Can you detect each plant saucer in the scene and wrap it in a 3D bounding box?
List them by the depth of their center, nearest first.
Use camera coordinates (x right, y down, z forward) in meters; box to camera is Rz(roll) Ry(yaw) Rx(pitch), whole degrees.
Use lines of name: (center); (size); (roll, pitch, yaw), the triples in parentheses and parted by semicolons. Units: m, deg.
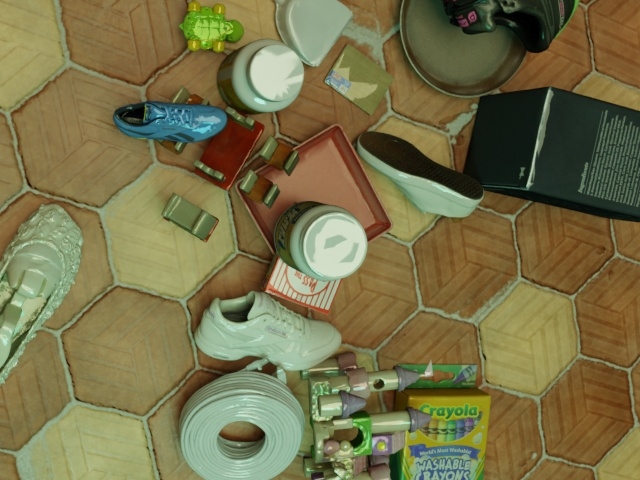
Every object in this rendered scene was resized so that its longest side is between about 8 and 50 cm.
plant saucer: (-0.014, -0.073, 1.824); (0.259, 0.048, 0.258); (-32, 104, -10)
plant saucer: (0.308, -0.463, 1.877); (0.311, 0.050, 0.310); (-2, 96, -17)

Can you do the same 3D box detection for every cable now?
cable: (-0.158, 0.388, 1.773); (0.257, 0.089, 0.257); (-22, 117, 3)

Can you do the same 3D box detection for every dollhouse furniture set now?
dollhouse furniture set: (-0.205, -0.133, 1.708); (0.262, 0.135, 0.259); (30, 86, 5)

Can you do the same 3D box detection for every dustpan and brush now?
dustpan and brush: (-0.056, -0.471, 1.769); (0.211, 0.060, 0.147); (37, 83, -24)

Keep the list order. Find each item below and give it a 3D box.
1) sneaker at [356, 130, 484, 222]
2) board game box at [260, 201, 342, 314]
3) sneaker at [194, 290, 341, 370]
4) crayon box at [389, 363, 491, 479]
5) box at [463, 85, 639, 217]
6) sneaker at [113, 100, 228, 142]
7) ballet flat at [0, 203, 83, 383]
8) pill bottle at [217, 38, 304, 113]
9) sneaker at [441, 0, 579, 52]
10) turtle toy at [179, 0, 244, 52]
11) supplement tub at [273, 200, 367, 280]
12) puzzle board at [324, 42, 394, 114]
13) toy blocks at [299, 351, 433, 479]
sneaker: (0.193, -0.122, 1.856); (0.290, 0.123, 0.106); (30, 49, 1)
board game box: (-0.019, 0.037, 1.787); (0.147, 0.045, 0.193); (21, 90, -17)
sneaker: (-0.095, 0.180, 1.769); (0.305, 0.114, 0.152); (5, 131, -18)
crayon box: (0.265, 0.443, 1.949); (0.203, 0.083, 0.322); (2, 95, -17)
box: (0.554, -0.174, 1.856); (0.396, 0.293, 0.211); (11, 93, -18)
sneaker: (-0.279, -0.223, 1.613); (0.209, 0.082, 0.069); (0, 82, 1)
ballet flat: (-0.566, 0.127, 1.636); (0.147, 0.147, 0.408); (28, 87, -18)
pill bottle: (-0.111, -0.311, 1.663); (0.136, 0.246, 0.136); (-2, 97, -17)
sneaker: (0.309, -0.529, 1.751); (0.483, 0.185, 0.202); (22, 86, -16)
turtle toy: (-0.213, -0.416, 1.714); (0.130, 0.066, 0.095); (1, 96, -17)
supplement tub: (0.000, 0.000, 1.659); (0.144, 0.200, 0.144); (-2, 96, -16)
puzzle board: (0.082, -0.340, 1.842); (0.128, 0.011, 0.096); (33, 87, -17)
toy blocks: (0.111, 0.396, 1.777); (0.260, 0.309, 0.288); (-3, 97, -10)
